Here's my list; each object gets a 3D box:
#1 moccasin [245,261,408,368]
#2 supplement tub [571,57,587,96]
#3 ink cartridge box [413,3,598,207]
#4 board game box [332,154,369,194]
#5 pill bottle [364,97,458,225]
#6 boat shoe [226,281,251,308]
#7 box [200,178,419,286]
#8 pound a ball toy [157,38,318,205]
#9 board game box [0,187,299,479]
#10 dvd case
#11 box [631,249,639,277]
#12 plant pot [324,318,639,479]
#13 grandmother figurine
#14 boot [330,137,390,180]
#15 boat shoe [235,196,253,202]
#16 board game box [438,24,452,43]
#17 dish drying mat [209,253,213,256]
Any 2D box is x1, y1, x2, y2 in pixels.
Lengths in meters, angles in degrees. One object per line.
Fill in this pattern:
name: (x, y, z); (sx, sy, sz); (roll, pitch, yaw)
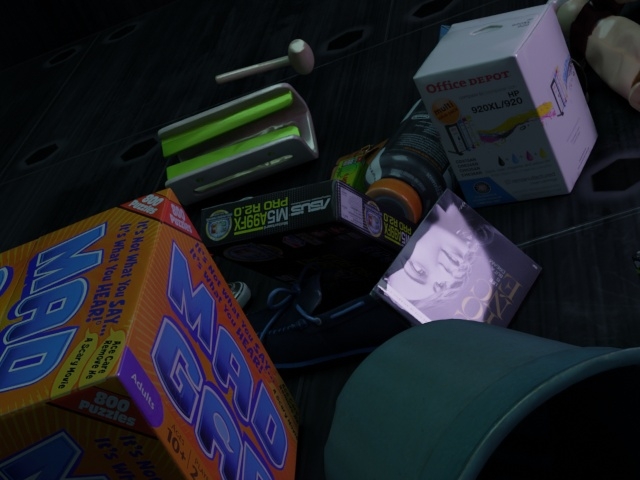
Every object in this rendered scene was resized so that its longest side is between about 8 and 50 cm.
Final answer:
moccasin: (0.020, 0.083, 1.710); (0.342, 0.117, 0.138); (-13, 24, 22)
supplement tub: (0.337, -0.249, 2.050); (0.106, 0.106, 0.198); (-32, 17, -11)
ink cartridge box: (0.274, -0.196, 1.872); (0.171, 0.233, 0.168); (-8, 31, 35)
board game box: (0.049, -0.045, 1.964); (0.043, 0.092, 0.181); (-16, 27, 23)
pill bottle: (0.150, -0.110, 1.946); (0.130, 0.130, 0.246); (-7, 31, 36)
boat shoe: (-0.213, 0.111, 1.941); (0.219, 0.070, 0.078); (-27, 25, -1)
box: (0.000, 0.000, 1.754); (0.216, 0.270, 0.060); (-12, 69, 28)
pound a ball toy: (-0.134, -0.210, 2.361); (0.319, 0.136, 0.208); (-19, 62, 15)
board game box: (-0.264, 0.226, 1.421); (0.356, 0.356, 0.356); (-20, 28, 15)
dvd case: (0.174, 0.050, 1.602); (0.221, 0.164, 0.018); (-51, 2, -41)
box: (0.406, 0.045, 1.466); (0.052, 0.083, 0.062); (-35, 27, -14)
plant pot: (0.177, 0.222, 1.104); (0.341, 0.341, 0.334); (-32, 18, -12)
grandmother figurine: (0.449, -0.310, 2.016); (0.208, 0.104, 0.342); (-57, 31, 19)
boot: (0.106, -0.148, 2.134); (0.152, 0.073, 0.197); (-12, 26, 36)
boat shoe: (-0.112, -0.038, 2.121); (0.083, 0.076, 0.226); (-30, 25, -8)
board game box: (0.241, -0.257, 2.116); (0.039, 0.160, 0.211); (2, 19, -17)
dish drying mat: (-0.187, 0.019, 2.164); (0.083, 0.008, 0.032); (-21, 25, 11)
